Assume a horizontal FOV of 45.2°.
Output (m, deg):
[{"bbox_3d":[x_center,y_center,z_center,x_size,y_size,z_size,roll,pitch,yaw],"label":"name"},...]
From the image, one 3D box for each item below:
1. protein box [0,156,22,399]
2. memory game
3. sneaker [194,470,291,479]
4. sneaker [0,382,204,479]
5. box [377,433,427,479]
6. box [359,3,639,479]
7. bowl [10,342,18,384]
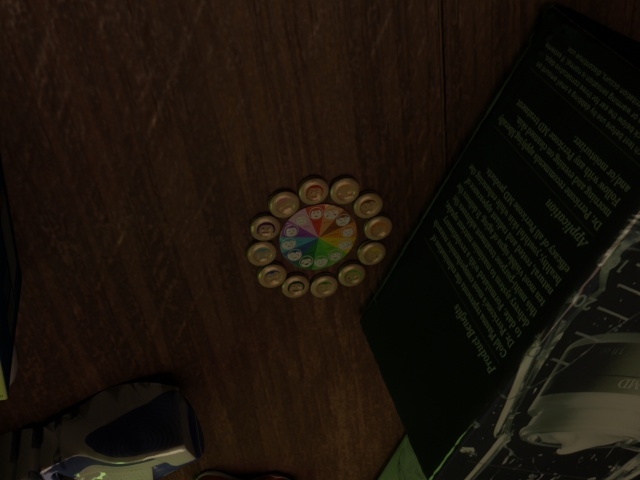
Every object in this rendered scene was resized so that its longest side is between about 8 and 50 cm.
[{"bbox_3d":[-0.375,0.019,0.735,0.136,0.200,0.201,-4,125,-14],"label":"protein box"},{"bbox_3d":[0.000,0.000,0.949,0.186,0.012,0.186,-8,126,-10],"label":"memory game"},{"bbox_3d":[-0.109,0.394,1.167,0.175,0.067,0.064,7,121,-23],"label":"sneaker"},{"bbox_3d":[-0.292,0.313,1.032,0.315,0.127,0.182,-19,132,6],"label":"sneaker"},{"bbox_3d":[0.247,0.386,1.231,0.262,0.127,0.231,13,118,-25],"label":"box"},{"bbox_3d":[0.384,0.055,0.930,0.480,0.297,0.471,15,121,-25],"label":"box"},{"bbox_3d":[-0.435,0.137,0.896,0.142,0.053,0.142,-6,125,-11],"label":"bowl"}]
